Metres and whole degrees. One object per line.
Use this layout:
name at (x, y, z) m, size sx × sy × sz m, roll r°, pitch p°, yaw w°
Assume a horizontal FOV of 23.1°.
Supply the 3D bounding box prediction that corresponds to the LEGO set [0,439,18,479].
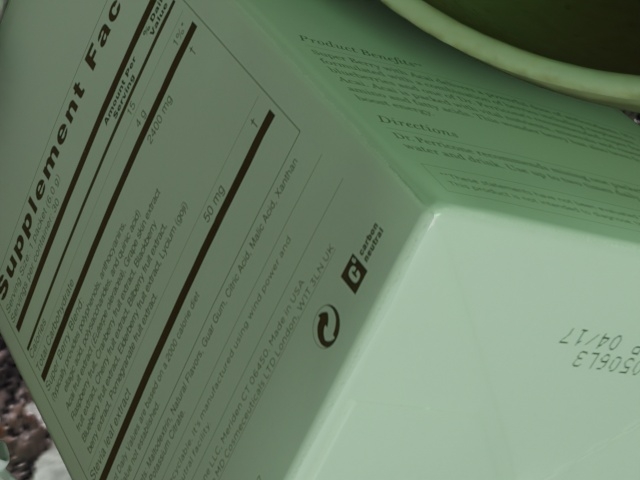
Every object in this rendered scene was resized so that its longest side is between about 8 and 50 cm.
LEGO set at (-0.241, 0.184, 0.712) m, size 0.287 × 0.107 × 0.132 m, roll -40°, pitch 98°, yaw 5°

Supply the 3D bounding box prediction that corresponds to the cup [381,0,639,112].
cup at (0.160, -0.182, 0.569) m, size 0.331 × 0.331 × 0.237 m, roll -48°, pitch 158°, yaw 6°

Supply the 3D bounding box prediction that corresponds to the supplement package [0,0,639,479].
supplement package at (0.000, 0.000, 0.573) m, size 0.177 × 0.293 × 0.175 m, roll 10°, pitch 116°, yaw -35°
